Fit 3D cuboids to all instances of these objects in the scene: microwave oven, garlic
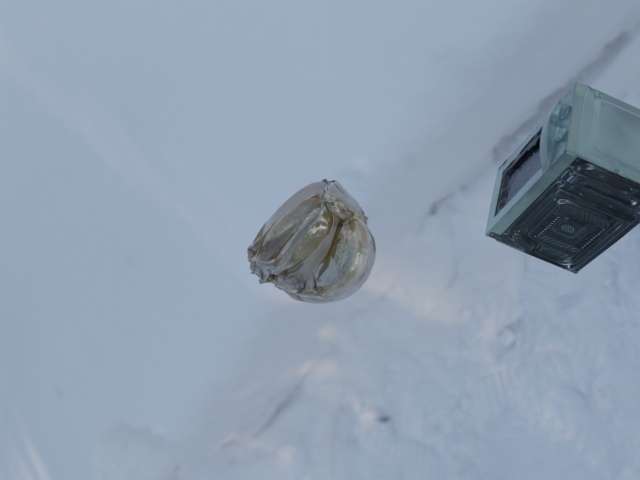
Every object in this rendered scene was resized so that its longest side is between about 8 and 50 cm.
[{"bbox_3d":[0.319,-0.068,1.174,0.208,0.162,0.122,124,166,-57],"label":"microwave oven"},{"bbox_3d":[0.000,0.004,0.682,0.094,0.074,0.113,-54,28,13],"label":"garlic"}]
